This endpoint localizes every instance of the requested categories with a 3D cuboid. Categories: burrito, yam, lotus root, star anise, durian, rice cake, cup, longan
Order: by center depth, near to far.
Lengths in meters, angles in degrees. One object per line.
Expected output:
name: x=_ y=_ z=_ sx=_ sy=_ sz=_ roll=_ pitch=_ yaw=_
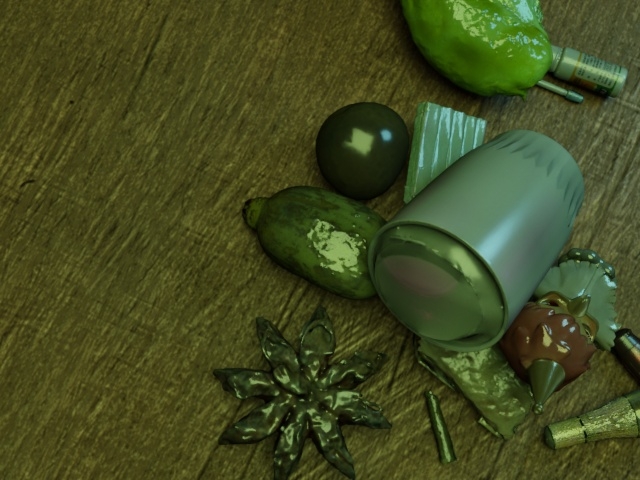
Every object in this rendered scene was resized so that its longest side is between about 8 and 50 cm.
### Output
cup: x=0.271 y=-0.014 z=1.530 sx=0.253 sy=0.253 sz=0.371 roll=43 pitch=54 yaw=5
star anise: x=-0.030 y=0.271 z=1.584 sx=0.332 sy=0.117 sz=0.331 roll=0 pitch=74 yaw=-1
lotus root: x=0.000 y=0.000 z=1.628 sx=0.309 sy=0.173 sz=0.173 roll=24 pitch=77 yaw=7
burrito: x=0.258 y=0.184 z=1.636 sx=0.175 sy=0.107 sz=0.347 roll=-40 pitch=86 yaw=-25
yam: x=0.214 y=0.329 z=1.636 sx=0.033 sy=0.027 sz=0.129 roll=-18 pitch=80 yaw=32
longan: x=0.075 y=-0.166 z=1.657 sx=0.189 sy=0.189 sz=0.189 roll=1 pitch=78 yaw=-4
rice cake: x=0.233 y=-0.146 z=1.694 sx=0.189 sy=0.037 sz=0.198 roll=9 pitch=79 yaw=-37
durian: x=0.285 y=-0.413 z=1.704 sx=0.256 sy=0.204 sz=0.339 roll=-14 pitch=82 yaw=7

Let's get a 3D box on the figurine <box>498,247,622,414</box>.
figurine: x=0.402 y=0.145 z=1.557 sx=0.207 sy=0.166 sz=0.387 roll=41 pitch=41 yaw=5

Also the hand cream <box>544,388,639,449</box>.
hand cream: x=0.496 y=0.329 z=1.637 sx=0.203 sy=0.084 sz=0.084 roll=-15 pitch=80 yaw=-3

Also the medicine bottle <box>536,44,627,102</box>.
medicine bottle: x=0.471 y=-0.326 z=1.781 sx=0.221 sy=0.061 sz=0.092 roll=22 pitch=100 yaw=5

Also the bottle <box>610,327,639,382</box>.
bottle: x=0.591 y=0.232 z=1.674 sx=0.060 sy=0.060 sz=0.164 roll=-38 pitch=84 yaw=-11
